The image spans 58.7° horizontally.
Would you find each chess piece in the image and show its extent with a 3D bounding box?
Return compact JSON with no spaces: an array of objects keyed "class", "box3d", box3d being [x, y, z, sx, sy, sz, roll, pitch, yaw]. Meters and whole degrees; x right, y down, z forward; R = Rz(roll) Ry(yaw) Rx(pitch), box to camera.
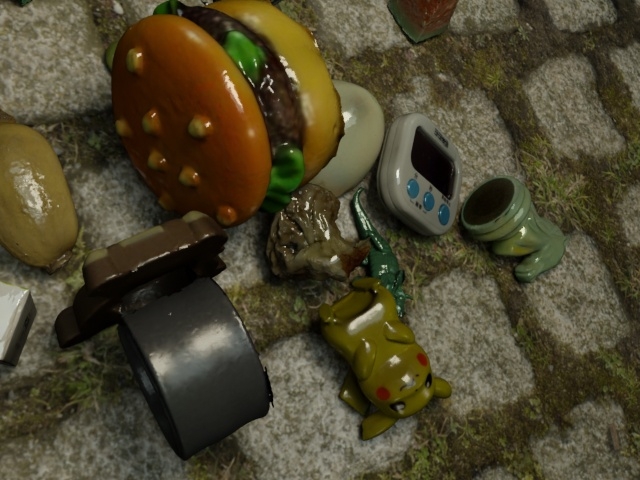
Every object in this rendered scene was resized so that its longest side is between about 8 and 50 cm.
[{"class":"chess piece","box3d":[0.495,-0.012,1.400,0.298,0.176,0.175,37,65,-27]}]

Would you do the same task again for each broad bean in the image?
[{"class":"broad bean","box3d":[-0.389,-0.367,1.129,0.063,0.045,0.083,47,72,-21]}]

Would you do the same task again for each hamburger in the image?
[{"class":"hamburger","box3d":[-0.192,-0.219,0.993,0.277,0.396,0.395,-35,94,-38]}]

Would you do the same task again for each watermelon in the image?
[{"class":"watermelon","box3d":[0.277,-0.641,1.373,0.140,0.257,0.192,-27,82,-27]}]

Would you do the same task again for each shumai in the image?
[{"class":"shumai","box3d":[0.000,0.000,1.116,0.166,0.176,0.205,-3,113,-47]}]

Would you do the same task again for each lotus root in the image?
[{"class":"lotus root","box3d":[-0.506,-0.087,0.960,0.146,0.131,0.303,-24,88,-28]}]

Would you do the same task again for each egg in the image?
[{"class":"egg","box3d":[0.011,-0.232,1.204,0.286,0.174,0.264,-30,88,-23]}]

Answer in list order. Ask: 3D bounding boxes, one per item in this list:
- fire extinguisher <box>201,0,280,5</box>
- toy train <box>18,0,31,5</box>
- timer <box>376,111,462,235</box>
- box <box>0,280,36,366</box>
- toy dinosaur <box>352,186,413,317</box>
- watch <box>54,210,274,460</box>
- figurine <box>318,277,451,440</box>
[{"class":"fire extinguisher","box3d":[-0.147,-0.559,1.253,0.093,0.118,0.294,33,61,25]},{"class":"toy train","box3d":[-0.556,-0.615,1.066,0.178,0.138,0.330,24,71,-7]},{"class":"timer","box3d":[0.226,-0.145,1.290,0.262,0.087,0.237,32,64,-43]},{"class":"box","box3d":[-0.535,0.109,0.830,0.195,0.260,0.111,20,72,-20]},{"class":"toy dinosaur","box3d":[0.112,0.034,1.238,0.120,0.079,0.292,-27,86,-44]},{"class":"watch","box3d":[-0.224,0.172,0.916,0.314,0.335,0.326,-26,80,-27]},{"class":"figurine","box3d":[0.116,0.245,1.148,0.218,0.169,0.326,-33,90,-11]}]
